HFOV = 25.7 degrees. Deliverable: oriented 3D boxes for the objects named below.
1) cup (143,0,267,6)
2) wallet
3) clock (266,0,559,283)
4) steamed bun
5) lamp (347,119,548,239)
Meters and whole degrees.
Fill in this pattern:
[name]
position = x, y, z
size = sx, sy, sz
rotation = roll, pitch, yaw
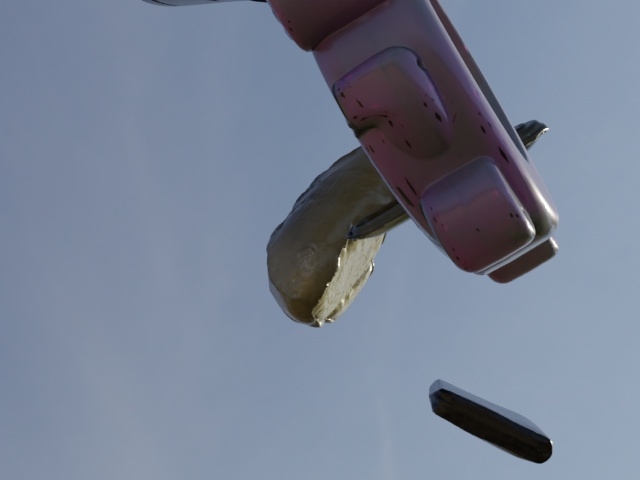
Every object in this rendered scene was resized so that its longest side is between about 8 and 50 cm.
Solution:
[cup]
position = -0.111, -0.339, 1.268
size = 0.178, 0.255, 0.256
rotation = -22, 16, -24
[wallet]
position = 0.190, 0.206, 1.613
size = 0.149, 0.044, 0.250
rotation = 26, -1, 4
[clock]
position = 0.068, -0.089, 0.927
size = 0.090, 0.248, 0.227
rotation = -32, -12, 12
[steamed bun]
position = 0.002, 0.007, 1.506
size = 0.110, 0.231, 0.212
rotation = 34, -31, 11
[lamp]
position = 0.066, -0.117, 1.349
size = 0.203, 0.283, 0.124
rotation = -29, -34, -7
